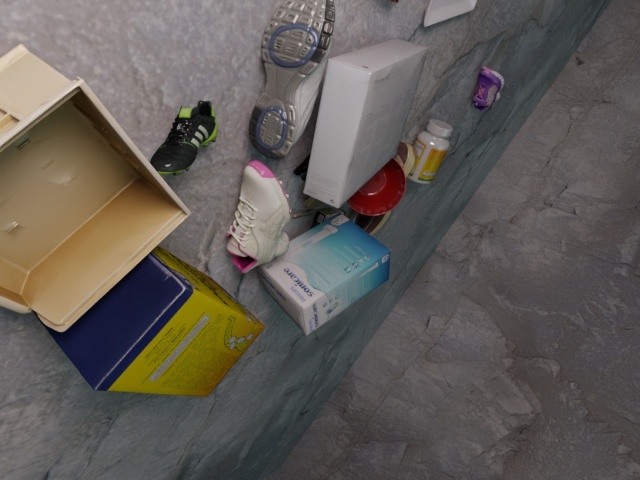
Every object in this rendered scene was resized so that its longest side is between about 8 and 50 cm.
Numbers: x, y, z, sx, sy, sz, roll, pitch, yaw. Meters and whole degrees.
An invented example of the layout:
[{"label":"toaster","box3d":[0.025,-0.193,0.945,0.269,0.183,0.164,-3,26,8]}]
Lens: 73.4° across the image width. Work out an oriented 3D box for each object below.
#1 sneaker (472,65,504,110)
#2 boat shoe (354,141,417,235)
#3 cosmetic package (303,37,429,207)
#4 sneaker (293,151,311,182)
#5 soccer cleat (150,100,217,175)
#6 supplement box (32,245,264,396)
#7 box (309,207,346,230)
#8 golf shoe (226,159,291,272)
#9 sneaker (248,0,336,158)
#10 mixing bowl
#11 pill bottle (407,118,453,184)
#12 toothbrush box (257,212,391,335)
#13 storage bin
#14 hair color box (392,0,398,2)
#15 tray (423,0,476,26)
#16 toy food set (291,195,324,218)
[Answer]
[{"label":"sneaker","box3d":[0.641,-0.580,1.672,0.104,0.095,0.236,-47,159,6]},{"label":"boat shoe","box3d":[0.175,-0.164,1.374,0.123,0.123,0.341,8,125,-31]},{"label":"cosmetic package","box3d":[0.110,-0.279,0.969,0.377,0.098,0.284,-45,156,-50]},{"label":"sneaker","box3d":[0.006,-0.194,1.056,0.170,0.051,0.089,-42,159,-17]},{"label":"soccer cleat","box3d":[-0.206,-0.158,0.647,0.178,0.060,0.072,-72,167,-53]},{"label":"supplement box","box3d":[-0.286,0.148,0.806,0.195,0.194,0.356,-50,157,-8]},{"label":"box","box3d":[0.000,0.000,1.319,0.114,0.036,0.206,-14,131,-55]},{"label":"golf shoe","box3d":[-0.142,-0.035,0.932,0.140,0.115,0.306,-37,151,-26]},{"label":"sneaker","box3d":[-0.047,-0.299,0.779,0.296,0.111,0.129,-65,174,28]},{"label":"mixing bowl","box3d":[0.150,-0.170,1.252,0.181,0.182,0.098,-59,-172,14]},{"label":"pill bottle","box3d":[0.380,-0.313,1.513,0.118,0.118,0.208,-27,145,-46]},{"label":"toothbrush box","box3d":[0.011,0.081,1.170,0.296,0.216,0.126,-31,139,-25]},{"label":"storage bin","box3d":[-0.342,-0.039,0.524,0.260,0.123,0.262,-48,157,-14]},{"label":"hair color box","box3d":[0.124,-0.524,0.823,0.141,0.043,0.071,-8,131,-58]},{"label":"tray","box3d":[0.344,-0.643,1.089,0.270,0.030,0.145,-35,151,-36]},{"label":"toy food set","box3d":[0.004,-0.129,1.133,0.192,0.038,0.132,-38,170,28]}]
